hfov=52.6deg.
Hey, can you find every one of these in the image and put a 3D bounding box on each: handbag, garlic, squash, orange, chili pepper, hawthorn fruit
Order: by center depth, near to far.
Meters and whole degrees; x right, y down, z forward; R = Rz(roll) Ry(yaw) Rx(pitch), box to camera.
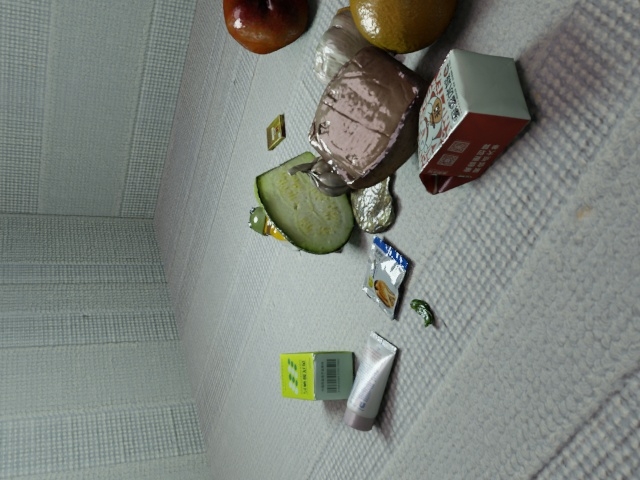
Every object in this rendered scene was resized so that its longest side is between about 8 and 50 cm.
[{"bbox_3d":[0.288,-0.236,1.347,0.298,0.151,0.171,121,148,-58],"label":"handbag"},{"bbox_3d":[0.187,-0.549,1.456,0.264,0.264,0.264,-5,84,64],"label":"orange"},{"bbox_3d":[0.243,0.169,1.539,0.091,0.034,0.030,57,171,48],"label":"chili pepper"},{"bbox_3d":[0.104,-0.480,1.711,0.212,0.219,0.218,29,120,23],"label":"garlic"},{"bbox_3d":[0.004,-0.183,1.798,0.131,0.194,0.127,-6,88,60],"label":"garlic"},{"bbox_3d":[-0.036,-0.090,1.887,0.210,0.234,0.309,68,172,-31],"label":"squash"},{"bbox_3d":[-0.194,-0.768,2.179,0.311,0.295,0.294,-7,82,60],"label":"hawthorn fruit"}]

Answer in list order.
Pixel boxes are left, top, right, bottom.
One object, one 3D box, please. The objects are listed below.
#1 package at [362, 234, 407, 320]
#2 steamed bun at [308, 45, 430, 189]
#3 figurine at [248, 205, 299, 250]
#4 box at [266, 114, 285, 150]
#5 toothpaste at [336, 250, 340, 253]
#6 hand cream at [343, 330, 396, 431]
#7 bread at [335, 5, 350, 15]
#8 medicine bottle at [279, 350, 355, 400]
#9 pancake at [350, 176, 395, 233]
[{"bbox_3d":[0.166,0.095,1.692,0.171,0.027,0.173,-134,48,-55],"label":"package"},{"bbox_3d":[0.134,-0.285,1.568,0.251,0.199,0.301,41,109,21],"label":"steamed bun"},{"bbox_3d":[-0.162,-0.058,2.238,0.250,0.141,0.166,45,127,56],"label":"figurine"},{"bbox_3d":[-0.166,-0.397,2.394,0.133,0.023,0.090,-31,62,59],"label":"box"},{"bbox_3d":[0.000,0.000,2.011,0.196,0.047,0.040,26,108,61],"label":"toothpaste"},{"bbox_3d":[0.131,0.373,1.714,0.133,0.083,0.247,31,106,59],"label":"hand cream"},{"bbox_3d":[0.090,-0.648,1.862,0.157,0.044,0.052,-154,65,-62],"label":"bread"},{"bbox_3d":[-0.012,0.397,1.917,0.250,0.141,0.137,-21,67,62],"label":"medicine bottle"},{"bbox_3d":[0.152,-0.166,1.733,0.286,0.033,0.288,-43,52,53],"label":"pancake"}]
